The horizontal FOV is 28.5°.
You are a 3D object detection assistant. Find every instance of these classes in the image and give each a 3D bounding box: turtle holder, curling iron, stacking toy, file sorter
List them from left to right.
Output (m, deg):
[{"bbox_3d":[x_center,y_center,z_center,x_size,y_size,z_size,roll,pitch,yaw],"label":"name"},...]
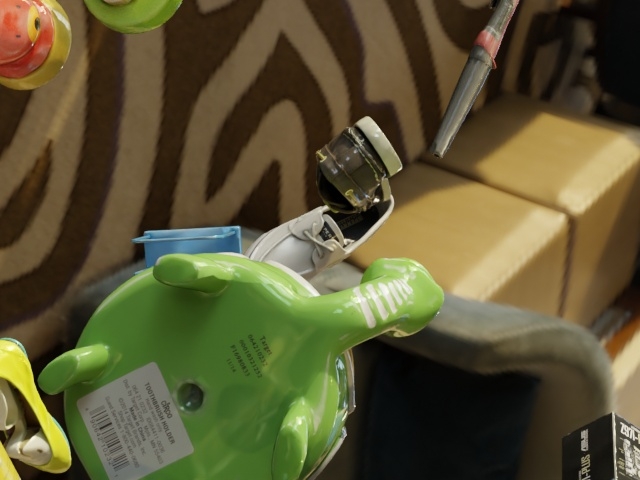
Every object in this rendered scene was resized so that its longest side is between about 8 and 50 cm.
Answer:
[{"bbox_3d":[-0.315,-0.353,1.451,0.130,0.279,0.309,11,67,-74],"label":"stacking toy"},{"bbox_3d":[-0.155,0.073,1.488,0.104,0.118,0.170,-27,114,-83],"label":"file sorter"},{"bbox_3d":[-0.071,0.107,1.144,0.320,0.243,0.227,-57,165,9],"label":"turtle holder"},{"bbox_3d":[0.190,-0.214,1.467,0.068,0.035,0.274,107,6,-73],"label":"curling iron"}]

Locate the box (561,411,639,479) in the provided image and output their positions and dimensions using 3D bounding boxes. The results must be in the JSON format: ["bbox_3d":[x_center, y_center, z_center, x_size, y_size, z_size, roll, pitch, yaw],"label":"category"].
[{"bbox_3d":[0.343,0.291,1.327,0.180,0.077,0.147,32,44,-23],"label":"box"}]

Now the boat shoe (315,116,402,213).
[{"bbox_3d":[0.026,-0.065,1.249,0.069,0.081,0.228,-35,175,-6],"label":"boat shoe"}]

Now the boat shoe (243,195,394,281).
[{"bbox_3d":[0.000,0.000,1.825,0.267,0.096,0.088,-25,175,-32],"label":"boat shoe"}]

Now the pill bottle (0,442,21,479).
[{"bbox_3d":[-0.378,0.287,1.364,0.119,0.119,0.208,-43,129,-36],"label":"pill bottle"}]

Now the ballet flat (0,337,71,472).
[{"bbox_3d":[-0.391,0.234,1.638,0.077,0.077,0.231,-71,152,-54],"label":"ballet flat"}]
